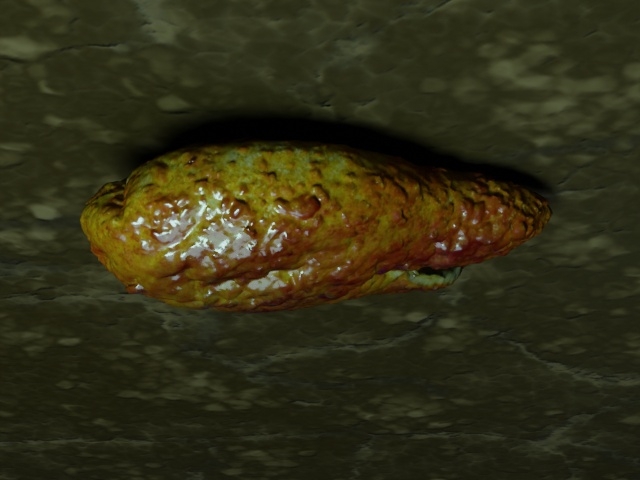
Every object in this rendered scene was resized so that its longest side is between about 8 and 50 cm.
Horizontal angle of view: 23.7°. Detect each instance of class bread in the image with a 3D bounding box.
[{"bbox_3d":[0.001,-0.003,0.857,0.269,0.095,0.139,9,161,-27],"label":"bread"}]
